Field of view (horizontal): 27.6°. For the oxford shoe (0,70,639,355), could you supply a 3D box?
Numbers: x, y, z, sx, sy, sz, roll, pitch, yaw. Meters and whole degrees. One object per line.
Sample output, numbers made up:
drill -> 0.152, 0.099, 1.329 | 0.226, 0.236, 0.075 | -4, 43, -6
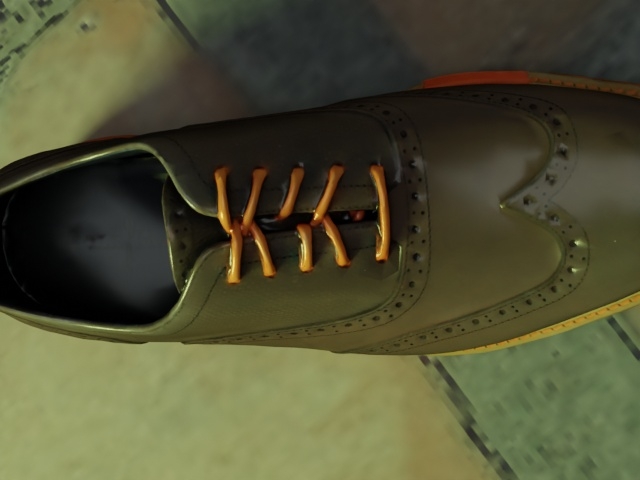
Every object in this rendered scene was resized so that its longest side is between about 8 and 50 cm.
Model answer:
oxford shoe -> 0.000, 0.000, 0.428 | 0.271, 0.098, 0.097 | -7, 93, 20
